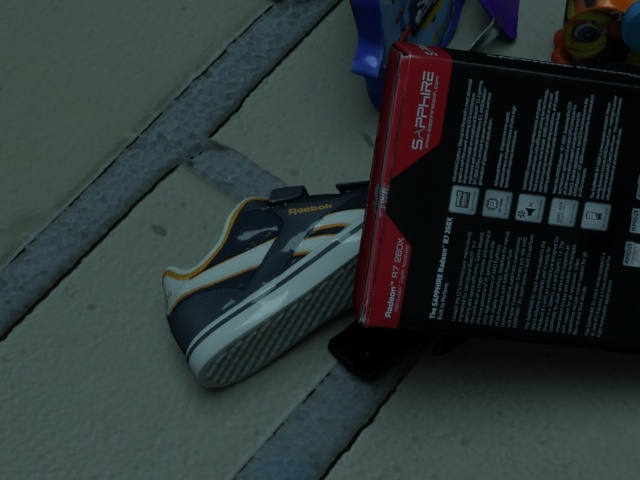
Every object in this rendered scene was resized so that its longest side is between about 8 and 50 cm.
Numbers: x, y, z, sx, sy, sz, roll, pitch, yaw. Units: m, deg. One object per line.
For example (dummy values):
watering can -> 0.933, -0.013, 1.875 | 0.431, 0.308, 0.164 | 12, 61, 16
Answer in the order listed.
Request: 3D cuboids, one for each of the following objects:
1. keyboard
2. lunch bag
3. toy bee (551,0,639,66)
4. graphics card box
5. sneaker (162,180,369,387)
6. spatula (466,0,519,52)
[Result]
keyboard -> 0.107, 0.072, 1.341 | 0.192, 0.038, 0.100 | -36, 39, -14
lunch bag -> 0.076, -0.284, 1.438 | 0.138, 0.221, 0.293 | 11, 62, 14
toy bee -> 0.309, -0.224, 1.439 | 0.298, 0.162, 0.195 | 39, 55, 1
graphics card box -> 0.223, -0.028, 1.220 | 0.370, 0.094, 0.233 | 6, 103, -7
sneaker -> 0.000, 0.000, 1.328 | 0.321, 0.126, 0.127 | -29, 62, -6
spatula -> 0.150, -0.172, 1.463 | 0.030, 0.084, 0.297 | 3, 63, 41
